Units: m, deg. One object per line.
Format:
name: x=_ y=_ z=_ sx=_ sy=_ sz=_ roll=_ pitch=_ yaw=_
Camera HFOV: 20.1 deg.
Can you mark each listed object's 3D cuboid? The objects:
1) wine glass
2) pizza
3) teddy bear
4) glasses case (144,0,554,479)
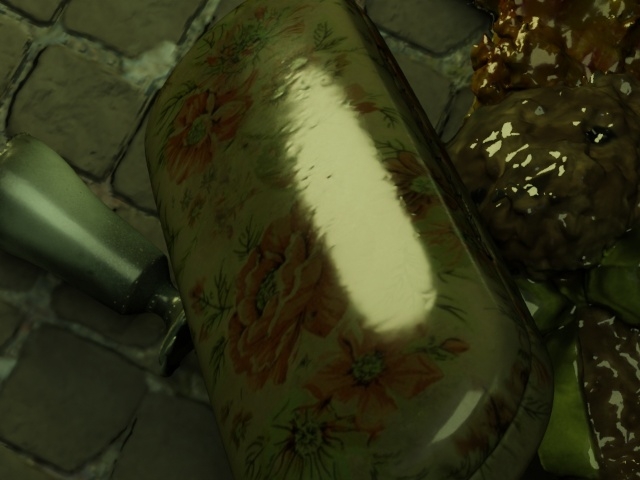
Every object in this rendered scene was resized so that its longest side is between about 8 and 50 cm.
wine glass: x=-0.130 y=0.007 z=1.049 sx=0.155 sy=0.072 sz=0.072 roll=35 pitch=75 yaw=12
pizza: x=0.143 y=-0.155 z=1.096 sx=0.161 sy=0.085 sz=0.305 roll=-15 pitch=70 yaw=-4
teddy bear: x=0.154 y=0.045 z=0.909 sx=0.246 sy=0.296 sz=0.222 roll=-32 pitch=106 yaw=14
glasses case: x=0.000 y=0.000 z=0.928 sx=0.156 sy=0.098 sz=0.425 roll=-40 pitch=34 yaw=13
